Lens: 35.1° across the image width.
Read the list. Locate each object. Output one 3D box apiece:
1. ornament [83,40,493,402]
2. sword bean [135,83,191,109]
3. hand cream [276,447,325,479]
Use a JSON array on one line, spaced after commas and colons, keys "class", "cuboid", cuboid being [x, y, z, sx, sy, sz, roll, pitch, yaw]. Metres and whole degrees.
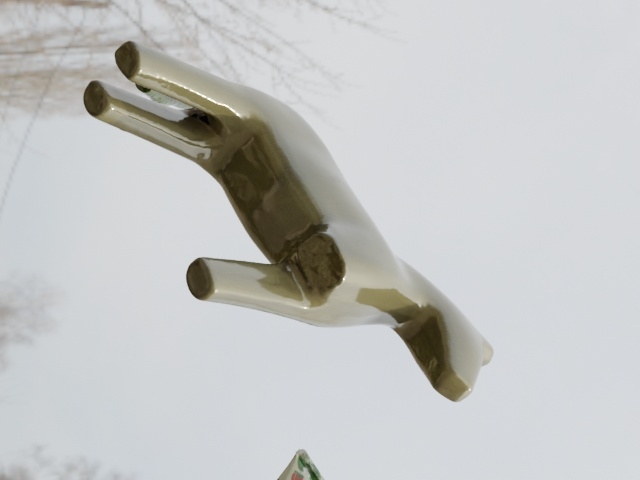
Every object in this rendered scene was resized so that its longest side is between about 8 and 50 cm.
[{"class": "ornament", "cuboid": [0.000, 0.000, 0.611, 0.061, 0.244, 0.230, -46, -123, 22]}, {"class": "sword bean", "cuboid": [-0.182, -0.205, 1.435, 0.038, 0.269, 0.043, 36, -76, 18]}, {"class": "hand cream", "cuboid": [-0.088, 0.427, 1.465, 0.059, 0.276, 0.095, -7, -59, 52]}]
